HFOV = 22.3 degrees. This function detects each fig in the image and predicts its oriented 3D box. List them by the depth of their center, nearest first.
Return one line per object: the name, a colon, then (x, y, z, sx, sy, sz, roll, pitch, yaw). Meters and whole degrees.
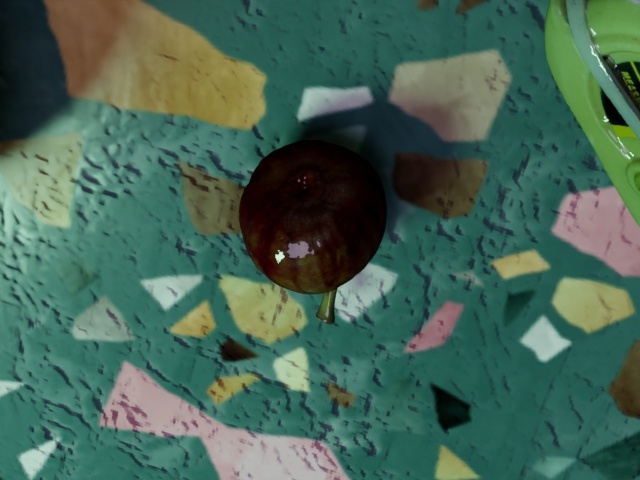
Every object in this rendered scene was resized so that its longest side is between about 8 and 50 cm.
fig: (0.000, 0.000, 0.956, 0.088, 0.089, 0.125, 2, 150, 10)

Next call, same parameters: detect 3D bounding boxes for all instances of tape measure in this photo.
tape measure: (0.192, -0.081, 0.823, 0.177, 0.087, 0.154, 52, 158, -24)
